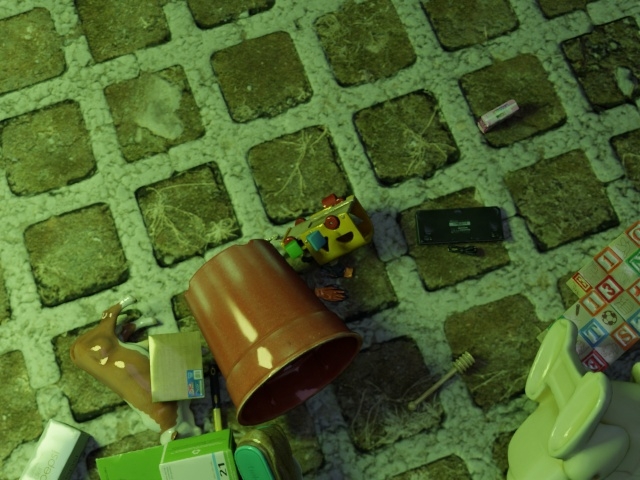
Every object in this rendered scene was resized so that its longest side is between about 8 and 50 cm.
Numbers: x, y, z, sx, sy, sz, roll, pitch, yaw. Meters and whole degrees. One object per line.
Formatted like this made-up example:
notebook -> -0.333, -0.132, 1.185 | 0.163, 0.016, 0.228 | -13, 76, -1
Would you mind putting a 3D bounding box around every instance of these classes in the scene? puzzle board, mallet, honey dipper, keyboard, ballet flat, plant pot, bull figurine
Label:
puzzle board -> -0.270, 0.236, 1.563 | 0.096, 0.011, 0.128 | -3, 70, -13
mallet -> -0.209, 0.335, 1.615 | 0.062, 0.039, 0.190 | -14, 69, -7
honey dipper -> 0.234, 0.278, 1.631 | 0.160, 0.030, 0.030 | -38, 76, -6
keyboard -> 0.288, -0.015, 1.724 | 0.180, 0.023, 0.108 | -3, 66, 0
ballet flat -> -0.063, 0.484, 1.505 | 0.116, 0.124, 0.342 | -9, 103, 33
plant pot -> -0.105, 0.157, 1.563 | 0.272, 0.272, 0.265 | -32, 67, -9
bull figurine -> -0.330, 0.253, 1.607 | 0.310, 0.101, 0.188 | 35, 69, 5

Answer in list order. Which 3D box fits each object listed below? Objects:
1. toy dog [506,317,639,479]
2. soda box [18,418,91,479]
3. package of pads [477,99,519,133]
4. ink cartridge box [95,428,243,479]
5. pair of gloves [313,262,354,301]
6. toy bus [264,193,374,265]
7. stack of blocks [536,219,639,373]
toy dog -> 0.562, 0.383, 1.441 | 0.407, 0.284, 0.395 | 20, 100, -6
soda box -> -0.517, 0.449, 1.560 | 0.069, 0.074, 0.216 | 21, 74, 7
package of pads -> 0.380, -0.266, 1.786 | 0.083, 0.050, 0.032 | -30, 80, -9
ink cartridge box -> -0.264, 0.468, 1.503 | 0.255, 0.097, 0.189 | -12, 101, -3
pair of gloves -> 0.026, 0.084, 1.701 | 0.074, 0.010, 0.083 | 11, 72, 4
toy bus -> 0.008, -0.002, 1.676 | 0.191, 0.202, 0.104 | -39, 106, -18
stack of blocks -> 0.569, 0.122, 1.642 | 0.297, 0.087, 0.171 | -39, 76, -11
